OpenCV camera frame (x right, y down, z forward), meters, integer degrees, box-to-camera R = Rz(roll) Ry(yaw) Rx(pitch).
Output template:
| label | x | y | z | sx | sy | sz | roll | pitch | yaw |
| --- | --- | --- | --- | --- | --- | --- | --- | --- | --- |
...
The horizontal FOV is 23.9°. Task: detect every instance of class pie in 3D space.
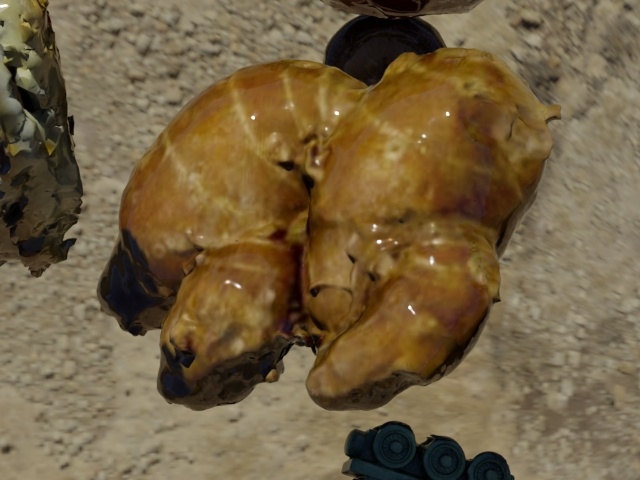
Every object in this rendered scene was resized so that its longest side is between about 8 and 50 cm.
| label | x | y | z | sx | sy | sz | roll | pitch | yaw |
| --- | --- | --- | --- | --- | --- | --- | --- | --- | --- |
| pie | -0.185 | -0.122 | 0.793 | 0.085 | 0.308 | 0.308 | -18 | 77 | -7 |

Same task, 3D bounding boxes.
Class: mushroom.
| label | x | y | z | sx | sy | sz | roll | pitch | yaw |
| --- | --- | --- | --- | --- | --- | --- | --- | --- | --- |
| mushroom | 0.064 | -0.162 | 1.436 | 0.127 | 0.087 | 0.127 | -1 | 116 | -3 |

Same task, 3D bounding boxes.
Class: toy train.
| label | x | y | z | sx | sy | sz | roll | pitch | yaw |
| --- | --- | --- | --- | --- | --- | --- | --- | --- | --- |
| toy train | 0.097 | 0.228 | 1.355 | 0.170 | 0.071 | 0.111 | 19 | 75 | -4 |

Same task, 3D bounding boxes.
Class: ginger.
| label | x | y | z | sx | sy | sz | roll | pitch | yaw |
| --- | --- | --- | --- | --- | --- | --- | --- | --- | --- |
| ginger | -0.009 | -0.002 | 1.094 | 0.357 | 0.152 | 0.274 | 0 | 68 | 26 |

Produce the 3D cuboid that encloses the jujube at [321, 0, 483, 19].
| label | x | y | z | sx | sy | sz | roll | pitch | yaw |
| --- | --- | --- | --- | --- | --- | --- | --- | --- | --- |
| jujube | 0.053 | -0.311 | 1.218 | 0.276 | 0.377 | 0.276 | -5 | 110 | -14 |
